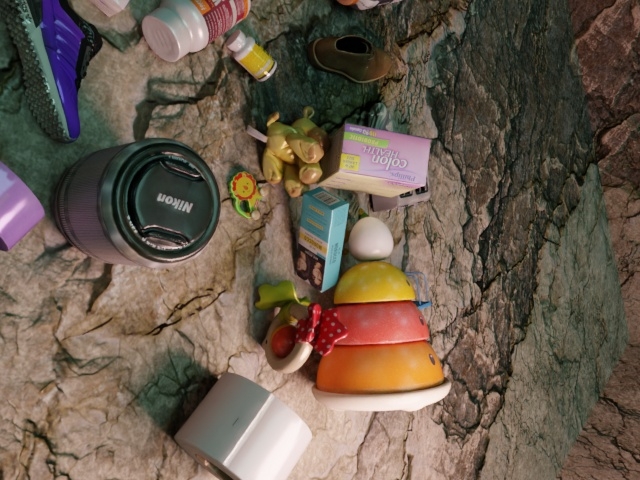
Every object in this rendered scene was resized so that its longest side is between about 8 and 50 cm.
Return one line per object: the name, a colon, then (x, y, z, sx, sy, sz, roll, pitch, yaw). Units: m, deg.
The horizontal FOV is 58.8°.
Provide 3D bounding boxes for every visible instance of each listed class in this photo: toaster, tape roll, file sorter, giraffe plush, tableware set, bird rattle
toaster: (0.229, -0.180, 1.668, 0.168, 0.110, 0.185, -14, 101, -44)
tape roll: (-0.535, -0.073, 0.883, 0.189, 0.189, 0.080, 53, 58, -31)
file sorter: (0.221, 0.159, 1.666, 0.170, 0.118, 0.104, -14, 97, -43)
giraffe plush: (-0.052, -0.232, 1.389, 0.210, 0.181, 0.170, 47, 41, 6)
tape roll: (-0.164, 0.424, 1.214, 0.169, 0.246, 0.246, -52, 124, -29)
tableware set: (0.088, -0.029, 1.599, 0.104, 0.024, 0.154, 45, 60, -39)
bird rattle: (-0.053, 0.215, 1.331, 0.143, 0.253, 0.206, 20, 101, -42)

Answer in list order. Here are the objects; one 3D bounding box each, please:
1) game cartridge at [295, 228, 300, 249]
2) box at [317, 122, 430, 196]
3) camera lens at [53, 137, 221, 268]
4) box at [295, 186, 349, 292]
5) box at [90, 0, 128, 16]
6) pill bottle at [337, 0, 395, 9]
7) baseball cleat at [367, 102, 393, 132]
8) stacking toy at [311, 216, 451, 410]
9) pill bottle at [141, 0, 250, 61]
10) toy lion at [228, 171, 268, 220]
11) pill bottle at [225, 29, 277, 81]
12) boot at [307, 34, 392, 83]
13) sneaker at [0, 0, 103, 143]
game cartridge: (-0.031, -0.008, 1.488, 0.083, 0.017, 0.055, -9, 100, -43)
box: (0.125, -0.193, 1.426, 0.214, 0.243, 0.117, 8, 87, -11)
camera lens: (-0.330, -0.063, 1.020, 0.220, 0.274, 0.219, -1, 91, -44)
box: (0.000, 0.000, 1.392, 0.060, 0.101, 0.244, -26, 136, -39)
box: (-0.356, -0.590, 1.129, 0.067, 0.063, 0.323, 40, 65, -38)
pill bottle: (0.142, -0.708, 1.559, 0.246, 0.131, 0.130, -32, 112, -38)
baseball cleat: (0.163, -0.291, 1.630, 0.109, 0.072, 0.205, 35, 71, -46)
stacking toy: (0.140, 0.175, 1.456, 0.351, 0.351, 0.479, 1, 84, -44)
pill bottle: (-0.257, -0.472, 1.187, 0.221, 0.121, 0.121, -50, 123, -31)
toy lion: (-0.177, -0.108, 1.338, 0.096, 0.034, 0.100, 27, 73, -34)
pill bottle: (-0.162, -0.430, 1.318, 0.116, 0.065, 0.065, 37, 66, -38)
boot: (0.113, -0.498, 1.548, 0.305, 0.115, 0.112, -9, 95, -45)
sneaker: (-0.453, -0.326, 1.015, 0.146, 0.102, 0.293, -23, 107, -42)
